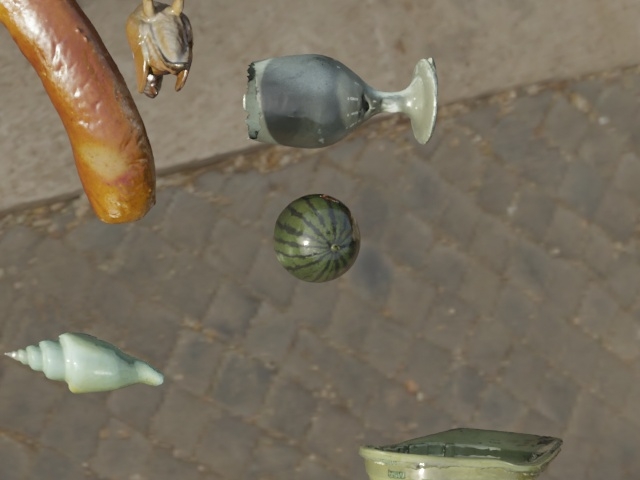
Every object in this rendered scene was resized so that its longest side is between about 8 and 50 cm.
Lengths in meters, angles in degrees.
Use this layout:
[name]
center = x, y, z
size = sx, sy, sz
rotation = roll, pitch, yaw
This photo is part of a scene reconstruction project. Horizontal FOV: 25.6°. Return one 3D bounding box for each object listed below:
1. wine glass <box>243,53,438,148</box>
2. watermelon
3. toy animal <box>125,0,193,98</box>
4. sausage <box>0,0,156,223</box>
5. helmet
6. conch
[wine glass]
center = 0.026, -0.180, 1.826
size = 0.241, 0.126, 0.126
rotation = -1, 85, -10
[watermelon]
center = 0.000, 0.000, 1.651
size = 0.105, 0.133, 0.105
rotation = -4, 104, -18
[toy animal]
center = -0.196, -0.227, 1.728
size = 0.089, 0.188, 0.179
rotation = -5, 129, -18
[sausage]
center = -0.244, -0.153, 1.426
size = 0.076, 0.103, 0.302
rotation = -37, 109, -35
[helmet]
center = 0.155, 0.291, 1.566
size = 0.258, 0.204, 0.137
rotation = 1, 89, -48
[conch]
center = -0.263, 0.137, 1.559
size = 0.180, 0.088, 0.065
rotation = 13, 86, -25
